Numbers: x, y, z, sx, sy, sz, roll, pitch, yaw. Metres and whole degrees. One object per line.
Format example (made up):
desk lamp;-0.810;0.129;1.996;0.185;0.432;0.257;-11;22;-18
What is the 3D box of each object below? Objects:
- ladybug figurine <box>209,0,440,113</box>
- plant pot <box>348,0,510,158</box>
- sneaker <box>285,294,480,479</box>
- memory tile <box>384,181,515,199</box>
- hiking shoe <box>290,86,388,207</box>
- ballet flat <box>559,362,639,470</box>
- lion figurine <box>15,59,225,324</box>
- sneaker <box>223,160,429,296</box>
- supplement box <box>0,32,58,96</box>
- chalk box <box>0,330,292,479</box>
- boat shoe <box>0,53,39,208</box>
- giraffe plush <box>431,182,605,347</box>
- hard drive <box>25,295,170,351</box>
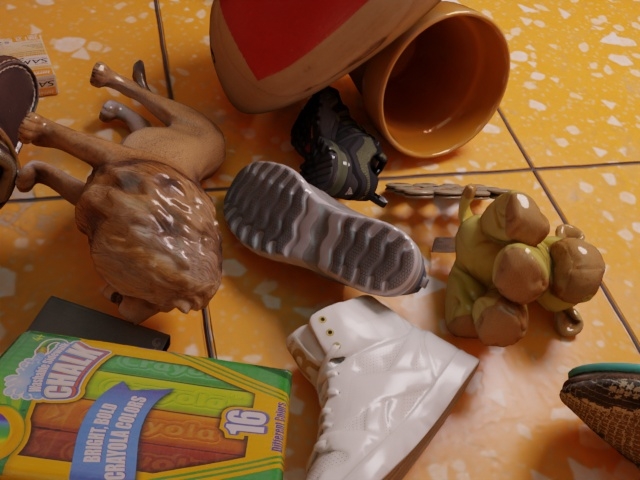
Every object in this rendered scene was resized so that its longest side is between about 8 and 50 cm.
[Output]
ladybug figurine;0.023;-0.339;0.902;0.162;0.449;0.305;45;28;-28
plant pot;0.128;-0.249;1.001;0.205;0.205;0.188;-13;38;-22
sneaker;0.015;0.164;0.678;0.169;0.108;0.292;33;42;19
memory tile;0.165;-0.064;0.911;0.148;0.012;0.113;0;10;-12
hiking shoe;0.028;-0.122;0.946;0.114;0.086;0.227;24;36;-24
ballet flat;0.481;0.214;0.704;0.482;0.164;0.182;3;70;-11
lion figurine;-0.185;-0.086;0.814;0.240;0.142;0.392;23;39;-5
sneaker;0.000;0.000;0.827;0.281;0.115;0.105;31;88;31
supplement box;-0.404;-0.240;0.975;0.062;0.036;0.098;-16;55;-23
chalk box;-0.178;0.189;0.522;0.288;0.179;0.180;9;19;-4
boat shoe;-0.372;-0.074;0.759;0.123;0.123;0.342;-2;49;22
giraffe plush;0.243;0.037;0.813;0.170;0.181;0.210;13;13;-14
hard drive;-0.232;0.116;0.715;0.135;0.022;0.094;18;48;4
